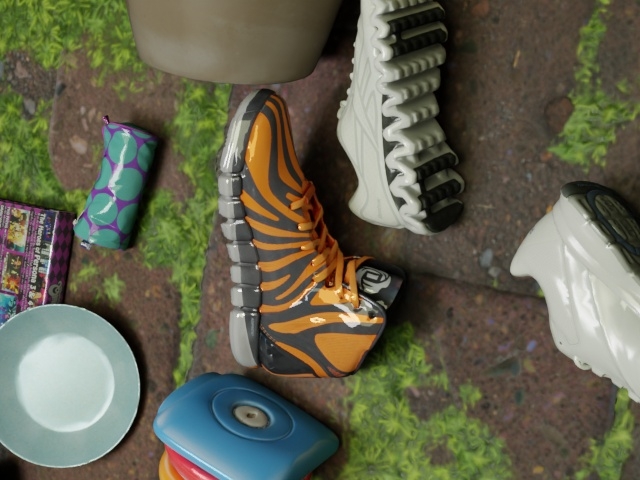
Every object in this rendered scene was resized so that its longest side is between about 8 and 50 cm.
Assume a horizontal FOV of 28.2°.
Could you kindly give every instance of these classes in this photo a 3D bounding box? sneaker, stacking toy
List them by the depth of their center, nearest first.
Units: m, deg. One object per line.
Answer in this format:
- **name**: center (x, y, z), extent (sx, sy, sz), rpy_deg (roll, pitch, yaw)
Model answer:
- **sneaker**: center (0.297, 0.088, 1.199), extent (0.129, 0.111, 0.297), rpy_deg (-47, 65, 35)
- **sneaker**: center (0.064, -0.149, 1.293), extent (0.118, 0.110, 0.292), rpy_deg (3, 103, 42)
- **sneaker**: center (0.000, 0.000, 1.311), extent (0.180, 0.124, 0.321), rpy_deg (8, 121, 19)
- **stacking toy**: center (-0.118, 0.309, 1.385), extent (0.165, 0.175, 0.302), rpy_deg (29, 116, 19)

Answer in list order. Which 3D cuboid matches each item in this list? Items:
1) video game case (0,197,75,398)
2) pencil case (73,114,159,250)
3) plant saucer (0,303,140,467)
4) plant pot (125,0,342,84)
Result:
- **video game case**: center (-0.413, 0.060, 1.582), extent (0.210, 0.042, 0.232), rpy_deg (10, 94, 27)
- **pencil case**: center (-0.240, -0.063, 1.482), extent (0.070, 0.064, 0.152), rpy_deg (19, 98, 0)
- **plant saucer**: center (-0.306, 0.170, 1.505), extent (0.195, 0.037, 0.195), rpy_deg (0, 93, 3)
- **plant pot**: center (-0.083, -0.317, 1.299), extent (0.323, 0.323, 0.280), rpy_deg (16, 114, 26)
